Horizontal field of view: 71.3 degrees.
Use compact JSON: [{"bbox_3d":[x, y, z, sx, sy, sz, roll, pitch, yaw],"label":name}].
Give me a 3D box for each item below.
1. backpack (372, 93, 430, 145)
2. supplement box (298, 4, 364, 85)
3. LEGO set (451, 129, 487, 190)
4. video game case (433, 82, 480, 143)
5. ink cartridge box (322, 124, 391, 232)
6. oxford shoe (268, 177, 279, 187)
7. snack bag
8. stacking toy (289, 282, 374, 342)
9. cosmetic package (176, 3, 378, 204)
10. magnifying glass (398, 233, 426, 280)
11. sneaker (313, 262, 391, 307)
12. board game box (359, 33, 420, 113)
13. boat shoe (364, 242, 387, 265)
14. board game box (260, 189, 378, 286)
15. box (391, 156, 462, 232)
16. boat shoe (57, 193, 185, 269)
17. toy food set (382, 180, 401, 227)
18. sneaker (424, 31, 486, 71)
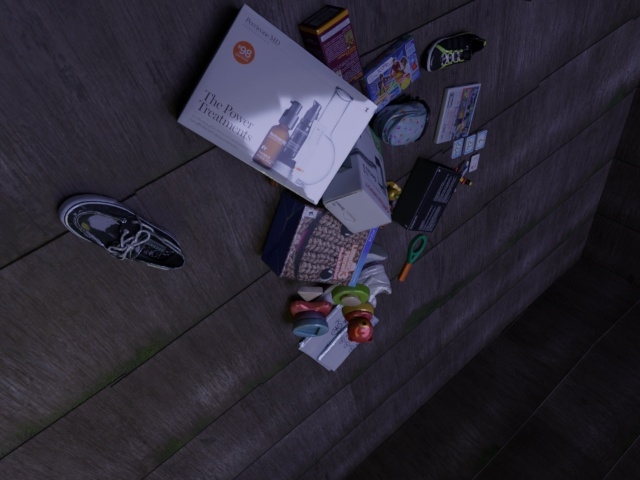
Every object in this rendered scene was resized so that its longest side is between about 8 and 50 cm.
[{"bbox_3d":[0.256,-0.372,1.413,0.182,0.115,0.152,-15,131,-32],"label":"backpack"},{"bbox_3d":[0.032,-0.482,1.143,0.104,0.081,0.188,-40,139,-13],"label":"supplement box"},{"bbox_3d":[0.608,-0.313,1.835,0.182,0.060,0.244,-23,133,-24],"label":"LEGO set"},{"bbox_3d":[0.502,-0.468,1.642,0.183,0.023,0.201,-20,130,-32],"label":"video game case"},{"bbox_3d":[0.096,-0.195,1.254,0.121,0.289,0.211,-17,151,24],"label":"ink cartridge box"},{"bbox_3d":[-0.142,-0.233,1.197,0.076,0.076,0.212,-5,132,-4],"label":"oxford shoe"},{"bbox_3d":[0.087,0.392,1.897,0.323,0.037,0.342,-46,140,-6],"label":"snack bag"},{"bbox_3d":[0.045,0.267,1.549,0.309,0.130,0.279,-3,149,-1],"label":"stacking toy"},{"bbox_3d":[-0.095,-0.299,1.042,0.377,0.097,0.284,29,96,-24],"label":"cosmetic package"},{"bbox_3d":[0.399,0.076,1.962,0.092,0.026,0.231,2,116,-44],"label":"magnifying glass"},{"bbox_3d":[0.122,0.202,1.661,0.305,0.152,0.114,-24,166,-5],"label":"sneaker"},{"bbox_3d":[0.208,-0.495,1.335,0.201,0.035,0.136,-42,140,-11],"label":"board game box"},{"bbox_3d":[0.163,0.058,1.694,0.227,0.079,0.081,2,137,-46],"label":"boat shoe"},{"bbox_3d":[0.000,0.000,1.381,0.291,0.141,0.232,10,107,-35],"label":"board game box"},{"bbox_3d":[0.407,-0.169,1.718,0.184,0.103,0.261,2,118,-48],"label":"box"},{"bbox_3d":[-0.446,-0.003,1.040,0.113,0.105,0.306,-50,141,-1],"label":"boat shoe"},{"bbox_3d":[0.232,-0.105,1.626,0.128,0.071,0.218,10,112,-47],"label":"toy food set"},{"bbox_3d":[0.431,-0.602,1.414,0.235,0.097,0.084,-34,137,-19],"label":"sneaker"}]
